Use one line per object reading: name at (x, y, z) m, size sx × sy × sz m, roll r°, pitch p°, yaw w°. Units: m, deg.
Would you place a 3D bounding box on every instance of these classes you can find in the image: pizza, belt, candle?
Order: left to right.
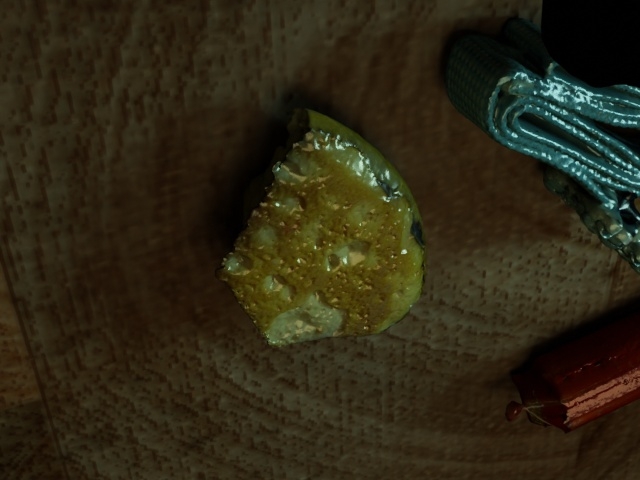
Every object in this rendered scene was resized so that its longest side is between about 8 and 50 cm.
pizza at (0.000, -0.001, 0.620) m, size 0.099 × 0.036 × 0.160 m, roll -30°, pitch 138°, yaw 4°
belt at (0.126, -0.045, 0.624) m, size 0.179 × 0.065 × 0.100 m, roll 16°, pitch 115°, yaw -35°
candle at (0.171, 0.079, 0.779) m, size 0.130 × 0.052 × 0.052 m, roll -26°, pitch 139°, yaw 1°

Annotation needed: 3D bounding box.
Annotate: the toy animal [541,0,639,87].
toy animal at (0.172, -0.164, 0.423) m, size 0.165 × 0.187 × 0.235 m, roll -20°, pitch 142°, yaw -24°
